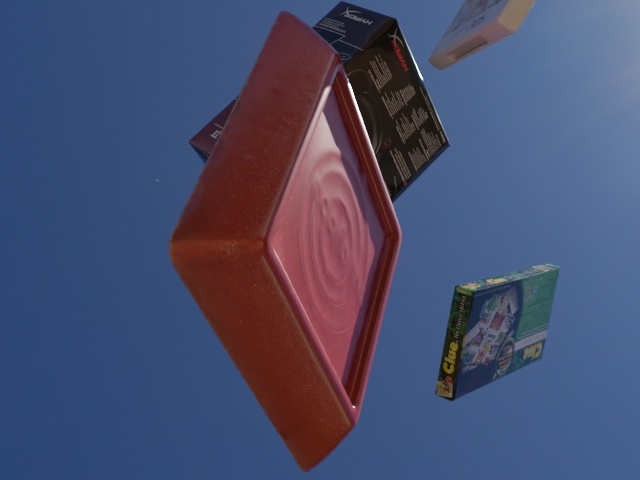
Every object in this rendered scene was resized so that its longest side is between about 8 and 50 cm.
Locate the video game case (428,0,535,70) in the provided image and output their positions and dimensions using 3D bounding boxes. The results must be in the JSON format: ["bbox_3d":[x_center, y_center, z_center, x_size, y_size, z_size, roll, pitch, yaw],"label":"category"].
[{"bbox_3d":[0.208,-0.291,0.880,0.026,0.206,0.227,33,-95,-10],"label":"video game case"}]

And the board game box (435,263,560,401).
[{"bbox_3d":[0.229,0.108,1.071,0.259,0.030,0.136,-6,-73,-53],"label":"board game box"}]

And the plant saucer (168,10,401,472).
[{"bbox_3d":[0.000,0.000,0.644,0.047,0.259,0.258,-3,-45,22],"label":"plant saucer"}]

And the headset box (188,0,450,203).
[{"bbox_3d":[-0.003,-0.109,1.042,0.293,0.110,0.218,-45,-45,-11],"label":"headset box"}]
